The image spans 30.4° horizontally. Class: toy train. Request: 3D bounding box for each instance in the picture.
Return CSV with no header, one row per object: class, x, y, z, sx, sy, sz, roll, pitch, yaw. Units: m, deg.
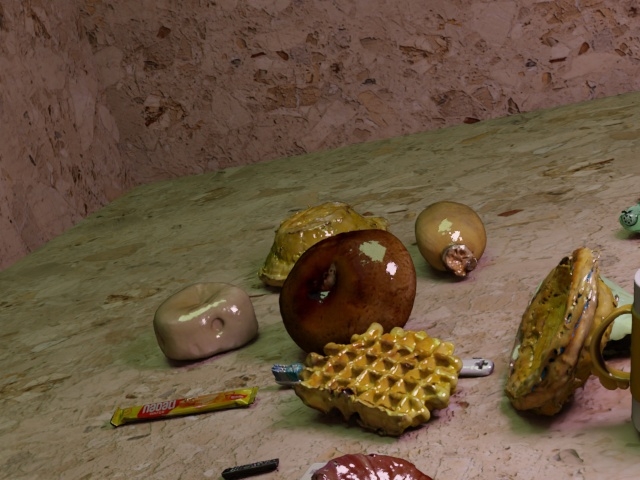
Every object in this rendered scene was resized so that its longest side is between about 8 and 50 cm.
toy train,0.669,-0.043,2.324,0.149,0.081,0.099,-9,16,44

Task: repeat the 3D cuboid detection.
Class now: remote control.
remote control,-0.108,0.357,1.840,0.091,0.016,0.034,-14,0,9

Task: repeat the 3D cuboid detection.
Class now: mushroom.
mushroom,0.076,0.108,2.220,0.254,0.267,0.267,14,2,-26

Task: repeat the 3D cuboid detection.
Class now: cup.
cup,0.477,0.145,1.586,0.241,0.226,0.185,2,23,30

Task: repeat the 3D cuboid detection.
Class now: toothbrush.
toothbrush,0.102,0.229,2.042,0.417,0.040,0.042,-4,38,26

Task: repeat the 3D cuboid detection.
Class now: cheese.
cheese,-0.234,0.164,2.449,0.217,0.117,0.235,-9,21,20

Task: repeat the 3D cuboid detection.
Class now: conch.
conch,0.439,0.131,1.922,0.143,0.137,0.250,5,23,-32

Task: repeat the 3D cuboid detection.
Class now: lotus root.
lotus root,0.275,-0.015,2.512,0.146,0.131,0.303,-17,16,3

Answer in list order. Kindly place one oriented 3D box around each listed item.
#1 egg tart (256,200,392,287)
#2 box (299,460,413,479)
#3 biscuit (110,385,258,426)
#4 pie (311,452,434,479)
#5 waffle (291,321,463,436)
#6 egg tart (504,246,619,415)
egg tart,-0.001,0.000,2.743,0.341,0.132,0.341,-16,17,5
box,0.011,0.381,1.532,0.168,0.071,0.259,-7,17,27
biscuit,-0.248,0.304,2.147,0.291,0.026,0.048,-11,36,18
pie,0.082,0.344,1.440,0.204,0.054,0.218,-13,44,-43
waffle,0.093,0.230,1.933,0.283,0.065,0.309,-14,22,4
egg tart,0.375,0.138,1.770,0.107,0.291,0.291,22,18,-3
